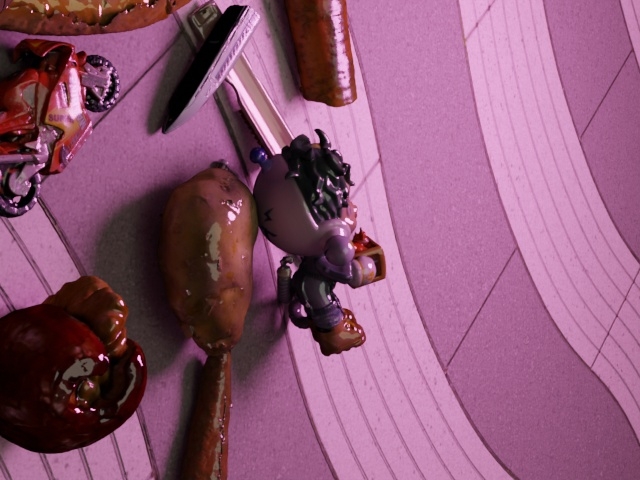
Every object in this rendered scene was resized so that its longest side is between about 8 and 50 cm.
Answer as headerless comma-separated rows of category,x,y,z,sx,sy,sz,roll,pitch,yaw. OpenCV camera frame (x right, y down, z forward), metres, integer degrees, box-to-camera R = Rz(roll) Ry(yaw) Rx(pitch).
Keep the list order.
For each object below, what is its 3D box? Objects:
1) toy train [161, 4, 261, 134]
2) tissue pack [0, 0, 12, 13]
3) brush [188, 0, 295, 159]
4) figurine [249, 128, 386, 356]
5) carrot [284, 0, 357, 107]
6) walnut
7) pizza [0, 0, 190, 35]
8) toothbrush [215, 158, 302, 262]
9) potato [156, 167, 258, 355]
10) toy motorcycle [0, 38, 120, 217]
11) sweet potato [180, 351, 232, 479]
toy train,-0.178,-0.264,2.053,0.048,0.055,0.252,43,70,-40
tissue pack,-0.500,-0.414,1.457,0.277,0.267,0.387,-44,117,-36
brush,-0.126,-0.251,2.148,0.060,0.050,0.321,-42,117,-23
figurine,0.003,0.001,2.132,0.186,0.261,0.382,-26,118,-19
carrot,-0.004,-0.387,2.252,0.114,0.114,0.301,-30,119,-48
walnut,-0.335,0.166,1.720,0.222,0.269,0.244,40,65,-30
pizza,-0.312,-0.433,1.800,0.392,0.080,0.435,29,72,-35
toothbrush,-0.082,-0.032,2.232,0.342,0.025,0.030,47,63,-43
potato,-0.176,0.035,2.022,0.191,0.141,0.296,-18,105,-68
toy motorcycle,-0.392,-0.172,1.769,0.298,0.089,0.171,-58,132,-32
sweet potato,-0.177,0.303,2.089,0.075,0.075,0.273,21,73,-51
